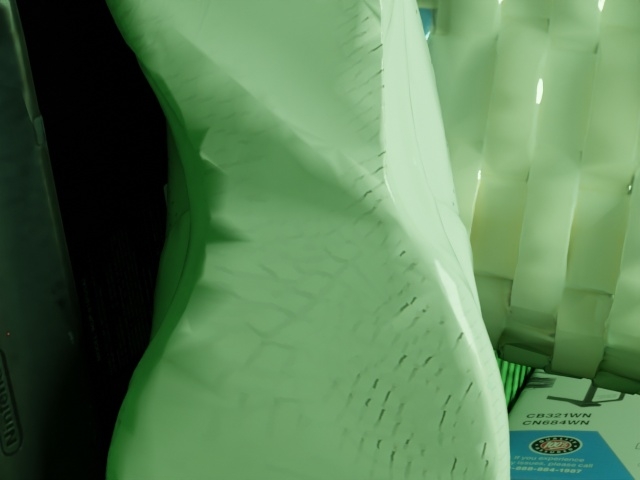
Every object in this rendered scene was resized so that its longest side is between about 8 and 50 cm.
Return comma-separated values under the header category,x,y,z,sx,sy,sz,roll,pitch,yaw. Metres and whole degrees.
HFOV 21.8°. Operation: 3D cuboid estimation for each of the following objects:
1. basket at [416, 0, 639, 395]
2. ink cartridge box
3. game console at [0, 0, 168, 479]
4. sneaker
category,x,y,z,sx,sy,sz,roll,pitch,yaw
basket,0.142,-0.037,0.473,0.255,0.289,0.201,40,62,-86
ink cartridge box,0.170,0.104,0.790,0.203,0.148,0.086,-46,132,-61
game console,-0.042,0.083,0.402,0.213,0.044,0.361,-52,139,-59
sneaker,0.000,0.000,0.353,0.094,0.080,0.212,-42,129,-79
